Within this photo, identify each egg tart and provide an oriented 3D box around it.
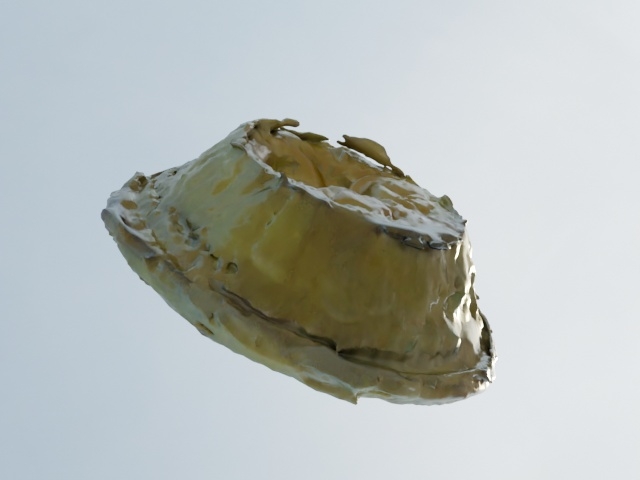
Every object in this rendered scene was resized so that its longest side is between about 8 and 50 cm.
[{"bbox_3d":[0.000,0.000,1.154,0.315,0.315,0.120,7,-65,-40],"label":"egg tart"}]
